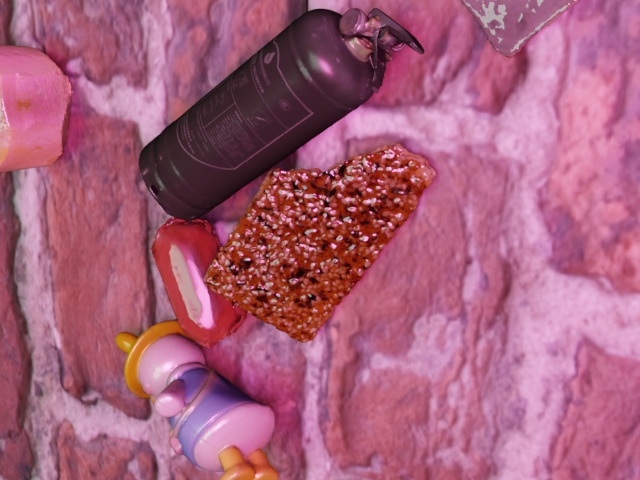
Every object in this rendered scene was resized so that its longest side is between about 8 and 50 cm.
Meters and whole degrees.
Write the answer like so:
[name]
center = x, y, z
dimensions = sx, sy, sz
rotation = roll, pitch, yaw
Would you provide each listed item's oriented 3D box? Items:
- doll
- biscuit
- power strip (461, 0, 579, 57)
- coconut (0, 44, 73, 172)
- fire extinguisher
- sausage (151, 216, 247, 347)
[doll]
center = -0.130, 0.163, 0.907
dimensions = 0.241, 0.135, 0.098
rotation = 35, 128, 38
[biscuit]
center = -0.007, -0.009, 0.818
dimensions = 0.131, 0.026, 0.237
rotation = 30, 120, -9
[power strip]
center = 0.158, -0.277, 0.661
dimensions = 0.213, 0.064, 0.198
rotation = -43, 76, 33
[coconut]
center = -0.364, -0.146, 0.964
dimensions = 0.147, 0.153, 0.147
rotation = 6, 102, 31
[fire extinguisher]
center = -0.039, -0.122, 0.797
dimensions = 0.311, 0.095, 0.114
rotation = -33, 50, 32
[sausage]
center = -0.128, 0.041, 0.909
dimensions = 0.076, 0.076, 0.141
rotation = -25, 89, 34
